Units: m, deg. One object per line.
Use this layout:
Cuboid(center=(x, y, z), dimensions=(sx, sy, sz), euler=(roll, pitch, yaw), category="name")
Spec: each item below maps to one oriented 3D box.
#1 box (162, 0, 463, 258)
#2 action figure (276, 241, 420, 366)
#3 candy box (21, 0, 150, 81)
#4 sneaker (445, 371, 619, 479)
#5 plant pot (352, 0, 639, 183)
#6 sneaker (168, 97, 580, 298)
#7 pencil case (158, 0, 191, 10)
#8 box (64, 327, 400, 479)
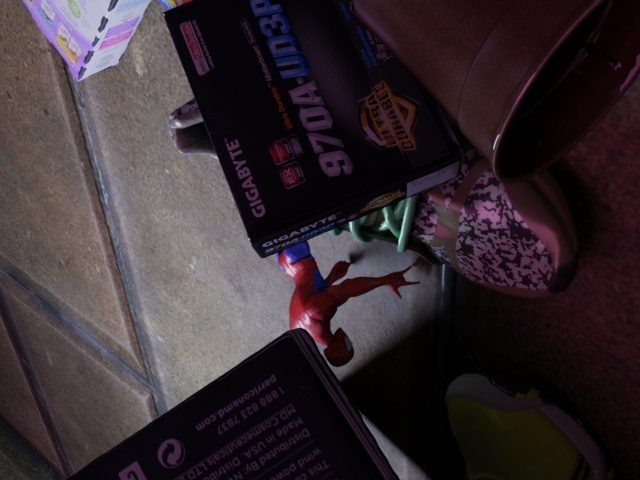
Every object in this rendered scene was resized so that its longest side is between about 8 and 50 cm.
Cuboid(center=(-0.009, -0.118, 0.640), dimensions=(0.051, 0.175, 0.220), euler=(68, 180, -71), category="box")
Cuboid(center=(0.000, 0.000, 0.876), dimensions=(0.281, 0.139, 0.091), euler=(68, 153, 19), category="action figure")
Cuboid(center=(-0.289, -0.313, 0.948), dimensions=(0.165, 0.070, 0.196), euler=(55, 146, -2), category="candy box")
Cuboid(center=(0.225, 0.310, 0.808), dimensions=(0.145, 0.147, 0.385), euler=(-12, 110, 53), category="sneaker")
Cuboid(center=(0.120, -0.154, 0.540), dimensions=(0.165, 0.167, 0.167), euler=(46, 146, 25), category="plant pot")
Cuboid(center=(0.025, -0.044, 0.710), dimensions=(0.410, 0.182, 0.158), euler=(31, 139, 28), category="sneaker")
Cuboid(center=(-0.164, -0.331, 0.744), dimensions=(0.306, 0.119, 0.133), euler=(52, 154, 2), category="pencil case")
Cuboid(center=(0.008, 0.395, 0.791), dimensions=(0.472, 0.297, 0.480), euler=(55, 174, 17), category="box")
